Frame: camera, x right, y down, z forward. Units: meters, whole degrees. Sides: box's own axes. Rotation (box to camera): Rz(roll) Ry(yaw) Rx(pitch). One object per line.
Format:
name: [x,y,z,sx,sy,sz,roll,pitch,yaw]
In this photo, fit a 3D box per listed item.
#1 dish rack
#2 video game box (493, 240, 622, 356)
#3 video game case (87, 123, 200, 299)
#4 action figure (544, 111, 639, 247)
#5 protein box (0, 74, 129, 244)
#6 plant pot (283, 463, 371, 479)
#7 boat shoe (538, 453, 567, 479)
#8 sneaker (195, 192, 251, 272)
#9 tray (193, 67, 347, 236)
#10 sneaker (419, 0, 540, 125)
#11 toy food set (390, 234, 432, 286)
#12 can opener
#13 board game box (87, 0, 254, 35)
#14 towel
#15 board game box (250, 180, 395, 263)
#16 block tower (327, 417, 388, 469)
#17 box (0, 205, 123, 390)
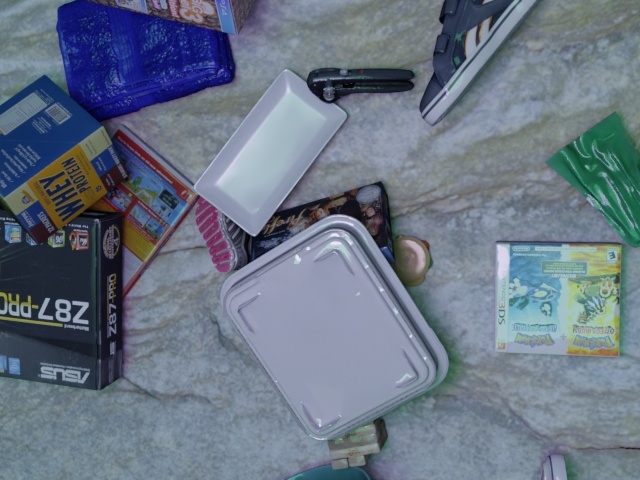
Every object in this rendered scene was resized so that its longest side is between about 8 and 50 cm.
dish rack: [0.014,0.155,1.476,0.285,0.072,0.333,-31,96,17]
video game box: [0.390,0.095,1.523,0.205,0.048,0.187,0,96,13]
video game case: [-0.377,-0.042,1.704,0.204,0.025,0.285,40,102,8]
action figure: [0.485,-0.074,1.481,0.137,0.063,0.232,-36,81,11]
protein box: [-0.484,-0.142,1.594,0.201,0.136,0.200,-41,57,-16]
plant pot: [0.006,0.557,1.531,0.293,0.293,0.235,-25,105,13]
boat shoe: [0.360,0.484,1.536,0.088,0.096,0.268,5,103,8]
sneaker: [-0.168,-0.016,1.642,0.063,0.074,0.170,-36,62,30]
tray: [-0.086,-0.153,1.608,0.145,0.030,0.270,38,91,9]
sneaker: [0.240,-0.341,1.491,0.127,0.126,0.321,38,90,3]
toy food set: [0.151,0.032,1.588,0.083,0.020,0.083,29,99,10]
can opener: [0.067,-0.273,1.561,0.186,0.059,0.073,-1,63,8]
board game box: [-0.238,-0.501,1.531,0.291,0.141,0.232,16,63,12]
towel: [-0.320,-0.353,1.644,0.308,0.076,0.228,-13,91,14]
board game box: [0.000,0.000,1.556,0.243,0.165,0.042,-17,133,13]
block tower: [0.036,0.214,1.591,0.091,0.097,0.336,-12,93,14]
box: [-0.560,0.091,1.702,0.394,0.097,0.318,6,103,15]
